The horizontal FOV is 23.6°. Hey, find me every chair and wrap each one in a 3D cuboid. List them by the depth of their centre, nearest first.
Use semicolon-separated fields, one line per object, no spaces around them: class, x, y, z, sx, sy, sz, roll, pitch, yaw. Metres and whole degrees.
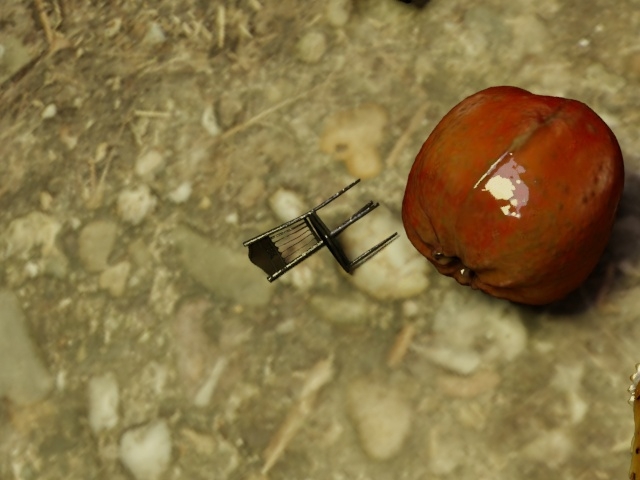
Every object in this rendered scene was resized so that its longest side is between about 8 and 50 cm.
chair;0.000;0.001;0.923;0.086;0.037;0.042;-31;41;2

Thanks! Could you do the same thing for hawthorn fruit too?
hawthorn fruit;0.105;-0.027;0.842;0.128;0.128;0.128;-12;57;20

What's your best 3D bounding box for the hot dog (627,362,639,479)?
hot dog;0.194;0.131;0.739;0.099;0.053;0.192;-9;56;26

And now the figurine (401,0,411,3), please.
figurine;-0.006;-0.238;1.029;0.229;0.112;0.137;39;91;24
